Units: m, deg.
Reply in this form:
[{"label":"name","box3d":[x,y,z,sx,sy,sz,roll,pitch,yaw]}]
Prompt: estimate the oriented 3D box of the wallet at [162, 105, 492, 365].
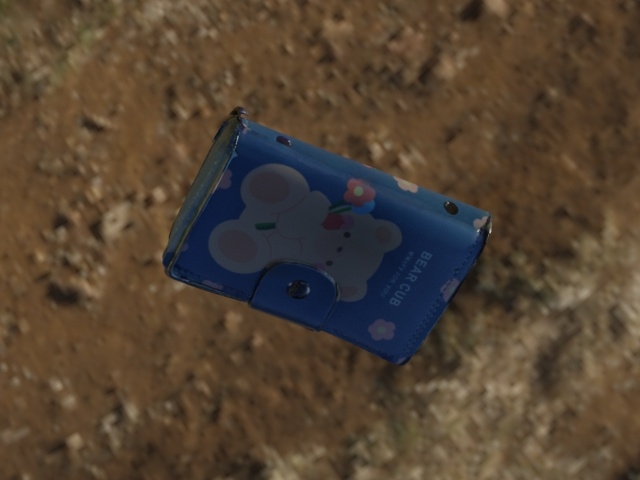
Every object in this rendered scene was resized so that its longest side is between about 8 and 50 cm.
[{"label":"wallet","box3d":[0.000,-0.001,1.372,0.202,0.059,0.141,21,121,-15]}]
